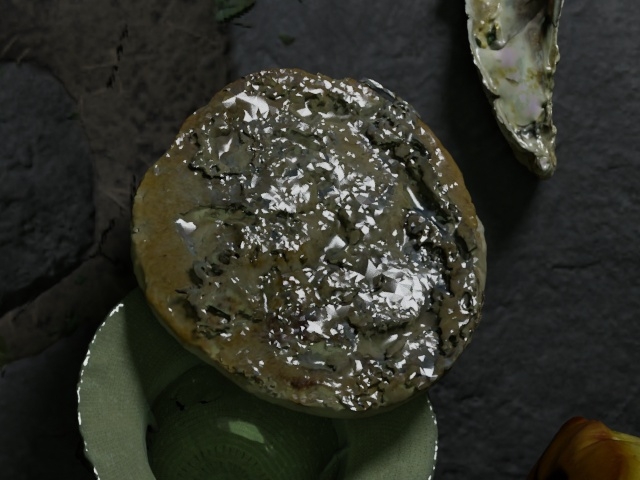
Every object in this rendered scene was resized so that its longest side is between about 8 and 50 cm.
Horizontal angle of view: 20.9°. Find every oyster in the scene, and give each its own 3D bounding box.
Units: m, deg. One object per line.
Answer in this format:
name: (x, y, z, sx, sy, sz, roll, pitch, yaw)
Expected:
oyster: (0.144, -0.150, 1.311, 0.106, 0.061, 0.200, 11, 84, 14)

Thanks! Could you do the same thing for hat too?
hat: (-0.055, 0.153, 1.222, 0.257, 0.130, 0.257, 8, 53, -11)

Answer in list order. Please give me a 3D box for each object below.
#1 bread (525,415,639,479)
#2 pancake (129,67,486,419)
bread: (0.190, 0.255, 1.190, 0.148, 0.270, 0.270, 15, 87, -5)
pancake: (0.000, -0.001, 1.231, 0.282, 0.049, 0.282, 7, 58, -12)
